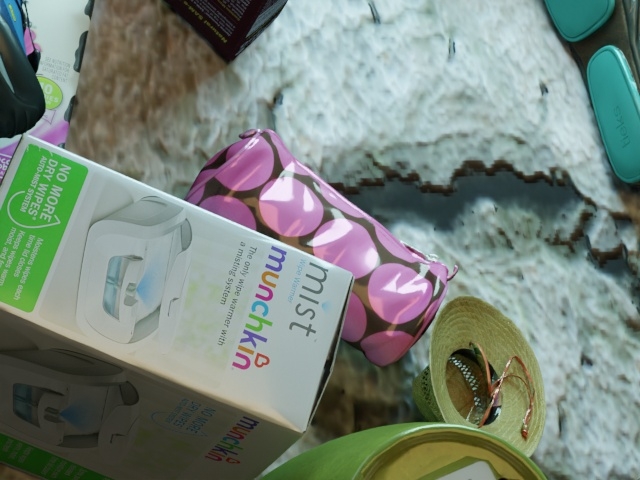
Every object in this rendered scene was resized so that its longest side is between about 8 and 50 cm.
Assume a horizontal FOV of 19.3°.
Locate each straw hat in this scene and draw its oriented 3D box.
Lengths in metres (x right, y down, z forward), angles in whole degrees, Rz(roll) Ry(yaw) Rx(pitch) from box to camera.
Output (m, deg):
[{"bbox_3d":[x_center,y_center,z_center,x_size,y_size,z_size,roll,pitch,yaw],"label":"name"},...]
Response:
[{"bbox_3d":[0.106,0.115,1.434,0.144,0.061,0.144,23,58,-43],"label":"straw hat"}]

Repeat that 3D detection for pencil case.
[{"bbox_3d":[0.000,0.000,1.432,0.209,0.095,0.098,38,92,-3],"label":"pencil case"}]

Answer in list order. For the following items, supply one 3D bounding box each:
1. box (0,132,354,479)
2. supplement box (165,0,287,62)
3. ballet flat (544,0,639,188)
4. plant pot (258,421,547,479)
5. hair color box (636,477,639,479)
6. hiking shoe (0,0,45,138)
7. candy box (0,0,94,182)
[{"bbox_3d":[-0.135,0.071,1.247,0.231,0.262,0.127,24,61,-10],"label":"box"},{"bbox_3d":[-0.061,-0.253,1.435,0.130,0.239,0.073,43,58,2],"label":"supplement box"},{"bbox_3d":[0.259,-0.177,1.619,0.096,0.095,0.280,-11,81,-35],"label":"ballet flat"},{"bbox_3d":[0.052,0.227,1.206,0.275,0.293,0.275,4,64,-9],"label":"plant pot"},{"bbox_3d":[0.318,0.347,1.381,0.185,0.113,0.374,-25,78,-29],"label":"hair color box"},{"bbox_3d":[-0.238,-0.216,1.341,0.132,0.113,0.304,-14,71,-25],"label":"hiking shoe"},{"bbox_3d":[-0.265,-0.098,1.384,0.159,0.071,0.233,14,62,-14],"label":"candy box"}]
